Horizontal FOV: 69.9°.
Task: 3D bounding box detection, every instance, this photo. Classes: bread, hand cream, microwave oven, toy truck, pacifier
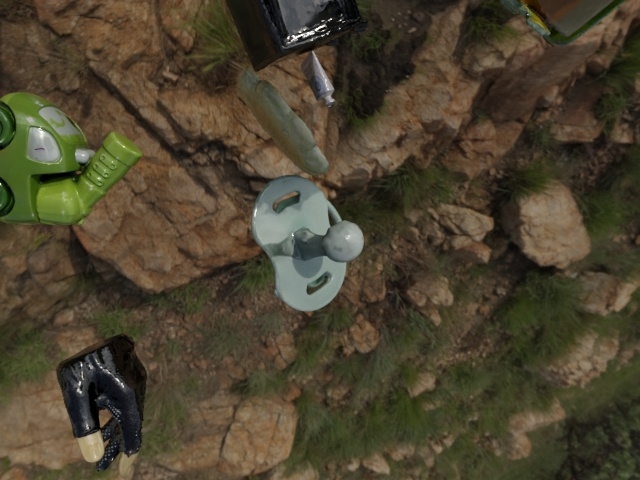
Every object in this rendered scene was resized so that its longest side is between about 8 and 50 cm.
[{"bbox_3d":[-0.093,-0.271,1.093,0.054,0.316,0.316,-42,123,-5],"label":"bread"},{"bbox_3d":[-0.008,-0.418,1.201,0.053,0.084,0.142,-31,91,-27],"label":"hand cream"},{"bbox_3d":[-0.059,-0.438,0.770,0.178,0.188,0.247,-29,109,-18],"label":"microwave oven"},{"bbox_3d":[-0.396,-0.102,0.680,0.211,0.148,0.187,25,98,-12],"label":"toy truck"},{"bbox_3d":[0.000,0.000,1.097,0.288,0.269,0.343,-36,113,-38],"label":"pacifier"}]

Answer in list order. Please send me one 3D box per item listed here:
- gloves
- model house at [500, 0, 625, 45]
[{"bbox_3d":[-0.280,0.231,0.631,0.106,0.129,0.180,-23,94,-26],"label":"gloves"},{"bbox_3d":[0.264,-0.447,0.550,0.242,0.313,0.357,-36,85,40],"label":"model house"}]
